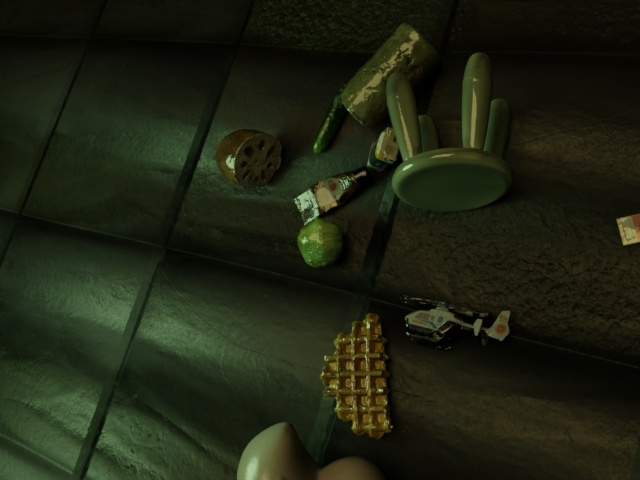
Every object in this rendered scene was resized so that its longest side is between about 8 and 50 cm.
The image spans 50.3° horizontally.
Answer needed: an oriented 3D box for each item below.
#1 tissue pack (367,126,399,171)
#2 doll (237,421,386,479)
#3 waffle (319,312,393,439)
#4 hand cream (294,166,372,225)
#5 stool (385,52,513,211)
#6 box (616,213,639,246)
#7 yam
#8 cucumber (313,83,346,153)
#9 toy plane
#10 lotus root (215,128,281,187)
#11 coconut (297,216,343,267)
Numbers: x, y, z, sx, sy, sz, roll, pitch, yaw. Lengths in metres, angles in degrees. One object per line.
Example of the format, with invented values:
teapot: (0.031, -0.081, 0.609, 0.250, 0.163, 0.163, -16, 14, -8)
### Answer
tissue pack: (0.118, -0.167, 1.254, 0.042, 0.083, 0.062, 16, 80, -9)
doll: (-0.003, 0.395, 1.062, 0.221, 0.221, 0.251, -30, 88, 15)
waffle: (0.080, 0.234, 1.155, 0.160, 0.046, 0.192, -43, 60, 9)
hand cream: (0.023, -0.091, 1.306, 0.163, 0.039, 0.062, -28, 78, 19)
stool: (0.218, -0.171, 1.146, 0.195, 0.195, 0.199, -9, 63, 25)
box: (0.502, -0.021, 1.043, 0.083, 0.012, 0.046, -15, 67, 23)
yam: (0.127, -0.304, 1.284, 0.194, 0.107, 0.107, -46, 58, 7)
cucumber: (0.024, -0.243, 1.358, 0.037, 0.037, 0.155, 20, 83, 32)
toy plane: (0.211, 0.138, 1.118, 0.197, 0.053, 0.078, 5, 66, 33)
lotus root: (-0.145, -0.172, 1.375, 0.081, 0.122, 0.112, 35, 115, 39)
coconut: (0.000, 0.000, 1.259, 0.088, 0.088, 0.096, -21, 69, 20)
